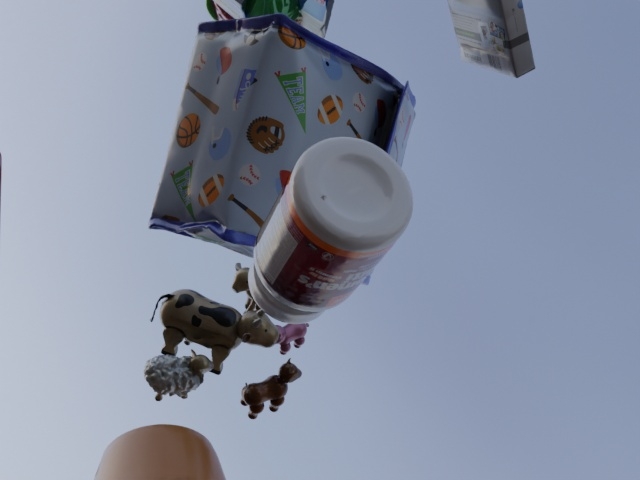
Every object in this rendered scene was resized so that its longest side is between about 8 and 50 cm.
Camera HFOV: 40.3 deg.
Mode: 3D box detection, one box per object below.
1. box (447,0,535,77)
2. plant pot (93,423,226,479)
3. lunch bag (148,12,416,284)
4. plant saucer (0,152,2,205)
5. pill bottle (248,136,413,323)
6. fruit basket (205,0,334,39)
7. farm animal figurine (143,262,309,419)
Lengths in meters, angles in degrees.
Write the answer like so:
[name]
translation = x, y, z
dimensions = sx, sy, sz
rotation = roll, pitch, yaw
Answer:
[box]
translation = 0.235, -0.337, 1.253
dimensions = 0.145, 0.038, 0.186
rotation = 39, -25, 58
[plant pot]
translation = -0.273, 0.452, 1.486
dimensions = 0.291, 0.203, 0.290
rotation = -6, -47, -7
[lunch bag]
translation = -0.015, -0.118, 1.315
dimensions = 0.239, 0.385, 0.327
rotation = 11, -96, 44
[plant saucer]
translation = -0.379, 0.039, 0.877
dimensions = 0.048, 0.259, 0.258
rotation = 12, -58, -4
[pill bottle]
translation = 0.000, 0.000, 0.891
dimensions = 0.121, 0.121, 0.221
rotation = 38, -33, 3
[fruit basket]
translation = -0.130, -0.406, 1.420
dimensions = 0.327, 0.165, 0.353
rotation = 41, -17, 2
[farm animal figurine]
translation = -0.163, 0.157, 1.679
dimensions = 0.327, 0.330, 0.172
rotation = 9, -45, -13
